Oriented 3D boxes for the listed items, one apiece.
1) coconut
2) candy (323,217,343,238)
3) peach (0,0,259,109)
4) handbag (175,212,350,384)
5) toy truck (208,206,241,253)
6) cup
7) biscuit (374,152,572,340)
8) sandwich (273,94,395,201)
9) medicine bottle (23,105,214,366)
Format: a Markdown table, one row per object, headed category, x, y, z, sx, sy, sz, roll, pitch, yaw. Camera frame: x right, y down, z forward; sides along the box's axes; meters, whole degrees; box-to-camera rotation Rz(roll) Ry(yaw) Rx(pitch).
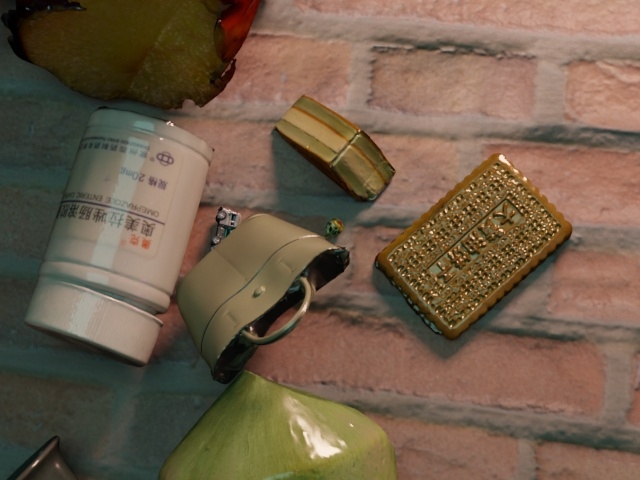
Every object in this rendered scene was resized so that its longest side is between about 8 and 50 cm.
| category | x | y | z | sx | sy | sz | roll | pitch | yaw |
| --- | --- | --- | --- | --- | --- | --- | --- | --- | --- |
| coconut | -0.053 | 0.322 | 1.559 | 0.328 | 0.281 | 0.329 | 9 | 110 | 25 |
| candy | 0.000 | 0.000 | 1.761 | 0.083 | 0.025 | 0.023 | -44 | 34 | 3 |
| peach | -0.259 | -0.363 | 1.697 | 0.339 | 0.353 | 0.417 | 22 | 118 | -22 |
| handbag | -0.072 | 0.083 | 1.610 | 0.241 | 0.315 | 0.109 | -45 | 117 | -5 |
| toy truck | -0.140 | -0.005 | 1.767 | 0.044 | 0.039 | 0.083 | 12 | 79 | -8 |
| cup | -0.383 | 0.389 | 1.643 | 0.199 | 0.199 | 0.150 | -45 | 95 | -5 |
| biscuit | 0.220 | 0.007 | 1.732 | 0.254 | 0.029 | 0.172 | -42 | 77 | -4 |
| sandwich | 0.020 | -0.135 | 1.791 | 0.079 | 0.113 | 0.163 | -48 | 42 | -5 |
| medicine bottle | -0.286 | -0.002 | 1.702 | 0.189 | 0.190 | 0.332 | 13 | 79 | 9 |
